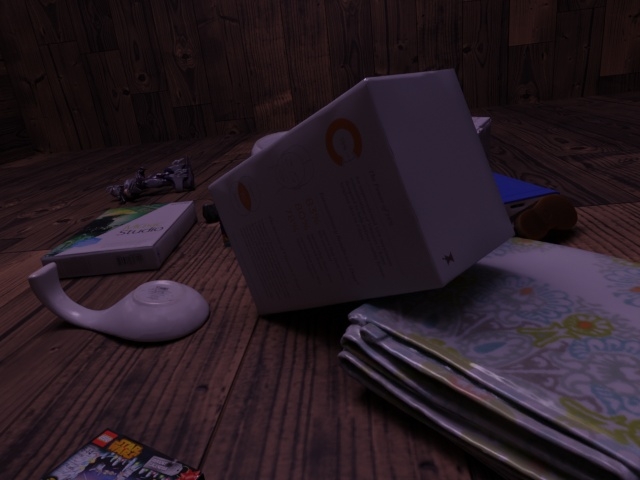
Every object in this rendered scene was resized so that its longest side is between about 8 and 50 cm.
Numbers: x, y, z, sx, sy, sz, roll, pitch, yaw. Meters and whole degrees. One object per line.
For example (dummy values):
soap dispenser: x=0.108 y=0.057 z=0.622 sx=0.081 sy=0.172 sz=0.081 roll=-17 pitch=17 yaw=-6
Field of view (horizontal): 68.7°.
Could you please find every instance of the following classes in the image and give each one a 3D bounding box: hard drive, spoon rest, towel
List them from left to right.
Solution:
spoon rest: x=-0.309 y=0.102 z=0.730 sx=0.276 sy=0.084 sz=0.137 roll=11 pitch=25 yaw=8
hard drive: x=0.366 y=-0.117 z=1.117 sx=0.210 sy=0.040 sz=0.319 roll=-12 pitch=21 yaw=-13
towel: x=0.249 y=0.104 z=0.512 sx=0.374 sy=0.090 sz=0.320 roll=-22 pitch=28 yaw=-34

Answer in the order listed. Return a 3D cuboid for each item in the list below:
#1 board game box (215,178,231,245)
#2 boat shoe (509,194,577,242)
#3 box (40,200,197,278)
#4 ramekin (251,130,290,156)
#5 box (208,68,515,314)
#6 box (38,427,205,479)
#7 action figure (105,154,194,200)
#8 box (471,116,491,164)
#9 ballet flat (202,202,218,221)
board game box: x=-0.132 y=-0.062 z=0.990 sx=0.170 sy=0.141 sz=0.048 roll=-1 pitch=21 yaw=13
boat shoe: x=0.382 y=-0.029 z=0.838 sx=0.207 sy=0.073 sz=0.073 roll=-15 pitch=-19 yaw=-36
box: x=-0.437 y=-0.012 z=1.073 sx=0.232 sy=0.059 sz=0.322 roll=-6 pitch=20 yaw=2
ramekin: x=-0.065 y=-0.209 z=1.268 sx=0.272 sy=0.127 sz=0.273 roll=-2 pitch=29 yaw=1
box: x=0.031 y=-0.043 z=0.621 sx=0.168 sy=0.215 sz=0.345 roll=-24 pitch=4 yaw=-40
box: x=-0.181 y=0.223 z=0.410 sx=0.137 sy=0.027 sz=0.094 roll=6 pitch=23 yaw=31
action figure: x=-0.567 y=-0.197 z=1.554 sx=0.285 sy=0.099 sz=0.185 roll=-15 pitch=31 yaw=-11
box: x=0.200 y=-0.069 z=0.773 sx=0.126 sy=0.231 sz=0.262 roll=5 pitch=24 yaw=29
ballet flat: x=-0.267 y=-0.096 z=1.252 sx=0.057 sy=0.049 sz=0.173 roll=-3 pitch=21 yaw=9
